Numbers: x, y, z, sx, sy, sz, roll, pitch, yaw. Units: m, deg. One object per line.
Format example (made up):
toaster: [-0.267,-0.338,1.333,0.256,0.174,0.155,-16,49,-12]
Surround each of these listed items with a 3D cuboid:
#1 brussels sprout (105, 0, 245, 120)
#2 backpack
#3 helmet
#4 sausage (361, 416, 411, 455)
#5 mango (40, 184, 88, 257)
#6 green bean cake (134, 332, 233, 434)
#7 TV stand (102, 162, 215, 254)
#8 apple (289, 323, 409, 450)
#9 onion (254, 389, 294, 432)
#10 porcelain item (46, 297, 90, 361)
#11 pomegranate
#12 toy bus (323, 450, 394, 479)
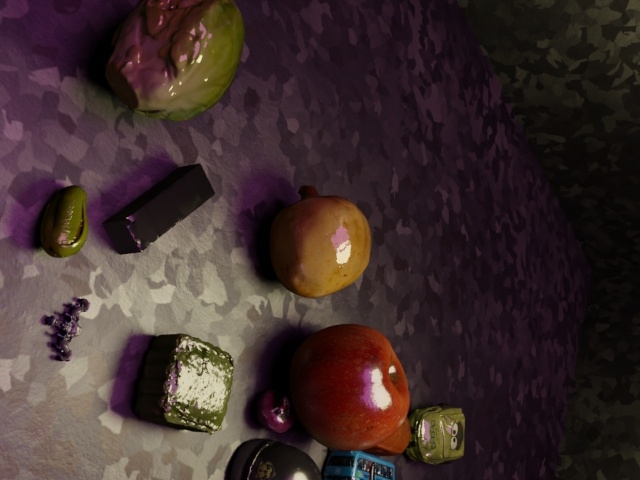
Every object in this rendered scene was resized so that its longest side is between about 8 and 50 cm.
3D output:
brussels sprout: [-0.321,-0.418,1.568,0.268,0.344,0.344,41,44,7]
backpack: [0.384,0.661,2.443,0.253,0.140,0.207,10,78,-44]
helmet: [-0.092,0.630,1.826,0.279,0.160,0.231,49,52,-38]
sausage: [0.176,0.572,2.172,0.268,0.153,0.141,33,51,-46]
mango: [-0.515,-0.038,1.449,0.091,0.074,0.165,35,47,-37]
green bean cake: [-0.303,0.328,1.633,0.214,0.113,0.201,31,63,-45]
TV stand: [-0.363,-0.075,1.636,0.269,0.082,0.088,-47,122,-43]
apple: [0.081,0.397,1.942,0.348,0.276,0.349,-17,90,-75]
onion: [-0.114,0.444,1.867,0.115,0.104,0.115,29,32,-20]
porcelain item: [-0.522,0.172,1.451,0.075,0.021,0.136,33,60,-40]
pomegranate: [-0.003,0.018,1.936,0.307,0.307,0.308,9,78,-51]
toy bus: [0.118,0.695,2.116,0.246,0.113,0.134,35,55,-45]
